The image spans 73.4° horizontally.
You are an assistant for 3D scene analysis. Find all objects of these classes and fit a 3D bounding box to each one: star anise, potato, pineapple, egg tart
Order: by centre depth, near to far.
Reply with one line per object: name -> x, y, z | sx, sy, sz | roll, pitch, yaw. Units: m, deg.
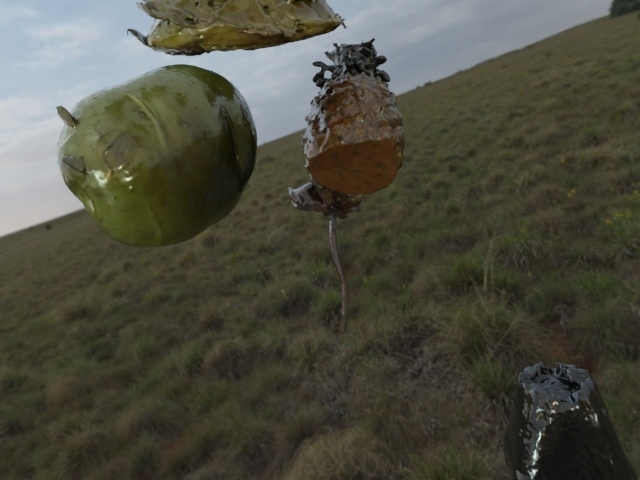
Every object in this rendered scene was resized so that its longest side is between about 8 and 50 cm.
potato -> -0.149, -0.090, 0.443 | 0.143, 0.169, 0.248 | 13, 36, 7
egg tart -> -0.109, -0.309, 0.561 | 0.297, 0.132, 0.297 | -2, 29, 1
pineapple -> 0.056, -0.213, 0.665 | 0.158, 0.158, 0.278 | -12, 56, 27
star anise -> 0.000, 0.000, 0.709 | 0.148, 0.218, 0.227 | -11, 45, 28

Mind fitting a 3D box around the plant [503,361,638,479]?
plant -> 0.357, 0.311, 0.629 | 0.164, 0.256, 0.142 | -7, 7, 15
